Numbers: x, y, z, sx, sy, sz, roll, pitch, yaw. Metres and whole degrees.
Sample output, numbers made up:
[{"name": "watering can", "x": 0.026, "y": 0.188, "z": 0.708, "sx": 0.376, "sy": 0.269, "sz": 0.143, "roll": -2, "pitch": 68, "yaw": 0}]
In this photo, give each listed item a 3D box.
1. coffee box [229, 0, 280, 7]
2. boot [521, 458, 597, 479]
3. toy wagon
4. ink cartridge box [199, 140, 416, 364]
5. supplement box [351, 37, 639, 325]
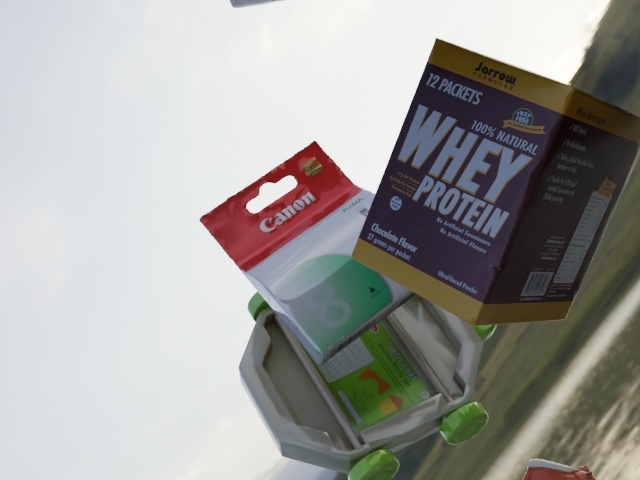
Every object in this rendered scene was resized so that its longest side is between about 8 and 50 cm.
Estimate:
[{"name": "coffee box", "x": 0.080, "y": -0.261, "z": 0.696, "sx": 0.297, "sy": 0.119, "sz": 0.168, "roll": -20, "pitch": 17, "yaw": -17}, {"name": "boot", "x": 0.246, "y": 0.241, "z": 0.864, "sx": 0.085, "sy": 0.157, "sz": 0.059, "roll": -64, "pitch": -29, "yaw": -29}, {"name": "toy wagon", "x": 0.085, "y": 0.129, "z": 1.146, "sx": 0.344, "sy": 0.267, "sz": 0.068, "roll": -23, "pitch": -34, "yaw": -18}, {"name": "ink cartridge box", "x": 0.000, "y": 0.000, "z": 1.097, "sx": 0.181, "sy": 0.225, "sz": 0.056, "roll": -35, "pitch": -15, "yaw": -19}, {"name": "supplement box", "x": 0.158, "y": -0.044, "z": 0.834, "sx": 0.191, "sy": 0.129, "sz": 0.194, "roll": 4, "pitch": -69, "yaw": -55}]
